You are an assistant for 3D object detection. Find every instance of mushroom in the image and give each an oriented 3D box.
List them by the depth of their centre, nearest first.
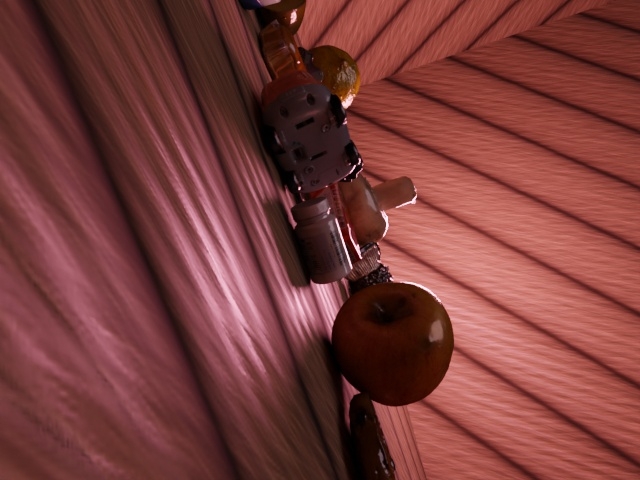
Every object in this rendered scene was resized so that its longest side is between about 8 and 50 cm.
[{"bbox_3d":[0.184,-0.145,2.143,0.314,0.336,0.314,158,-90,-85],"label":"mushroom"}]

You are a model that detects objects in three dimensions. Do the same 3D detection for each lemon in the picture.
[{"bbox_3d":[0.011,-0.602,2.173,0.310,0.258,0.258,-6,-76,56],"label":"lemon"}]

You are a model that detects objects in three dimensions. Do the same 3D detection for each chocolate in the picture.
[{"bbox_3d":[0.041,-0.047,1.754,0.237,0.108,0.235,61,15,-64],"label":"chocolate"}]

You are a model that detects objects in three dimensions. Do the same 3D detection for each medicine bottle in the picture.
[{"bbox_3d":[0.000,0.000,1.329,0.103,0.102,0.187,-82,154,-73],"label":"medicine bottle"}]

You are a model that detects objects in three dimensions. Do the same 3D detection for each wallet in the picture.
[{"bbox_3d":[-0.047,-0.125,1.571,0.176,0.026,0.095,-82,157,-72],"label":"wallet"}]

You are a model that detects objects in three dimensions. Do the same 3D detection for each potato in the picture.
[{"bbox_3d":[-0.132,-0.770,1.954,0.203,0.178,0.158,49,-25,35],"label":"potato"}]

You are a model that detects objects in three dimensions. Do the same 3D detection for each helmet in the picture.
[{"bbox_3d":[-0.084,-0.577,1.990,0.177,0.107,0.153,59,-29,10],"label":"helmet"}]

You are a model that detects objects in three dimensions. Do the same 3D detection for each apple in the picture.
[{"bbox_3d":[0.171,0.250,1.352,0.299,0.299,0.275,-95,-179,-59],"label":"apple"}]

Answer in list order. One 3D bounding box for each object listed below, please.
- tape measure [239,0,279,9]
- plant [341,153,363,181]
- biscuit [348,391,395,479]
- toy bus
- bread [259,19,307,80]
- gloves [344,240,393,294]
[{"bbox_3d":[-0.190,-0.785,1.577,0.259,0.138,0.262,62,13,-52],"label":"tape measure"},{"bbox_3d":[0.009,-0.267,1.714,0.256,0.142,0.164,32,13,-34],"label":"plant"},{"bbox_3d":[0.115,0.473,1.223,0.296,0.075,0.296,-18,90,-88],"label":"biscuit"},{"bbox_3d":[-0.043,-0.270,1.382,0.232,0.194,0.288,63,0,40],"label":"toy bus"},{"bbox_3d":[-0.108,-0.555,1.793,0.241,0.107,0.136,62,10,-59],"label":"bread"},{"bbox_3d":[0.180,0.175,2.054,0.210,0.135,0.312,-48,121,-44],"label":"gloves"}]
